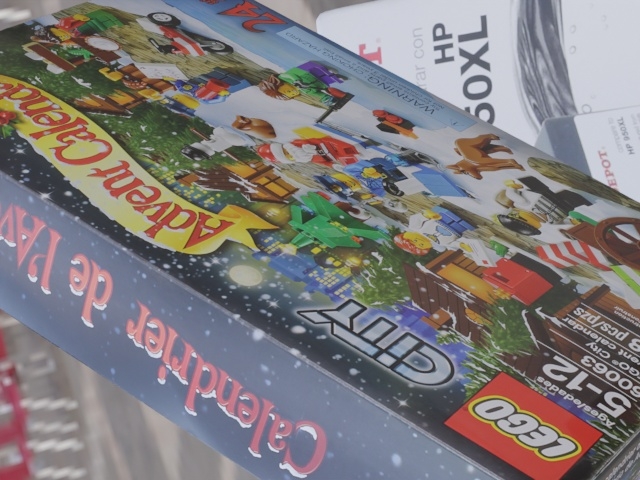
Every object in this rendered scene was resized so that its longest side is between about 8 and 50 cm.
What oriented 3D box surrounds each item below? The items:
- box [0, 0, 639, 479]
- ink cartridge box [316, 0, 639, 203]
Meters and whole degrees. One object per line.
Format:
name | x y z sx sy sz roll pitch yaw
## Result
box | 0.000 0.000 0.489 0.233 0.159 0.044 30 123 21
ink cartridge box | 0.213 -0.038 1.086 0.166 0.394 0.286 1 -98 -62
